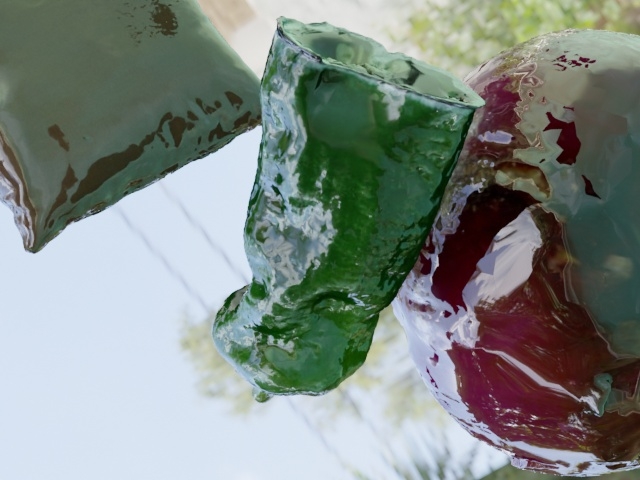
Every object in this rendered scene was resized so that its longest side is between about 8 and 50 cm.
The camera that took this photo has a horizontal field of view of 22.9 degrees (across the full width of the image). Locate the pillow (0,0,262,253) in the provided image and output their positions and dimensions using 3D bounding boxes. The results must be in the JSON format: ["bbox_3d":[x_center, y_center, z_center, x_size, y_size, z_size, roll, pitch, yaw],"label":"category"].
[{"bbox_3d":[-0.238,-0.173,1.508,0.308,0.108,0.305,-33,-99,-32],"label":"pillow"}]

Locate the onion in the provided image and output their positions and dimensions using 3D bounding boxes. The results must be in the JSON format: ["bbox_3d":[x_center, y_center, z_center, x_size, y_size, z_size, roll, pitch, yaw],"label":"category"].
[{"bbox_3d":[0.158,0.006,1.246,0.348,0.385,0.347,-10,-78,-52],"label":"onion"}]

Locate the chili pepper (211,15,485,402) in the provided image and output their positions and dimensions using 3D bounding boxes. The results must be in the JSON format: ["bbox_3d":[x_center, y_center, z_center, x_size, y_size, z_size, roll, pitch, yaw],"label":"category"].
[{"bbox_3d":[0.000,0.000,1.040,0.136,0.270,0.099,15,-155,-8],"label":"chili pepper"}]
